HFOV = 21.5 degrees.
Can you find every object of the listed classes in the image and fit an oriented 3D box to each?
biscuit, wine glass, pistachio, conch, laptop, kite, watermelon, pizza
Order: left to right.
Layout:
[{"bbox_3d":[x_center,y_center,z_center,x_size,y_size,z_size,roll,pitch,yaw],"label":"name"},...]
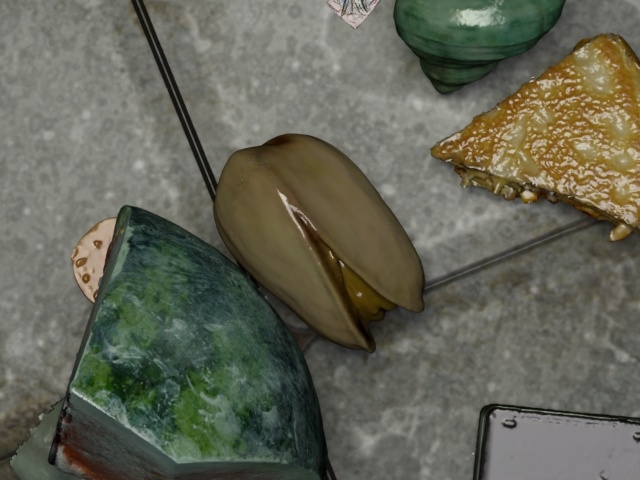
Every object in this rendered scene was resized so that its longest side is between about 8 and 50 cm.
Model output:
[{"bbox_3d":[-0.157,0.045,1.481,0.140,0.023,0.118,36,88,4],"label":"biscuit"},{"bbox_3d":[-0.116,0.129,1.381,0.214,0.320,0.289,-42,120,13],"label":"watermelon"},{"bbox_3d":[-0.071,0.197,1.465,0.309,0.096,0.264,39,65,5],"label":"wine glass"},{"bbox_3d":[0.000,0.000,1.426,0.129,0.131,0.206,-42,89,7],"label":"pistachio"},{"bbox_3d":[0.022,-0.227,1.503,0.044,0.002,0.078,-28,87,0],"label":"kite"},{"bbox_3d":[0.128,-0.224,1.441,0.176,0.122,0.188,22,85,24],"label":"conch"},{"bbox_3d":[0.195,-0.082,1.460,0.199,0.062,0.188,-5,74,8],"label":"pizza"},{"bbox_3d":[0.203,0.249,1.451,0.154,0.026,0.207,6,87,2],"label":"laptop"}]
